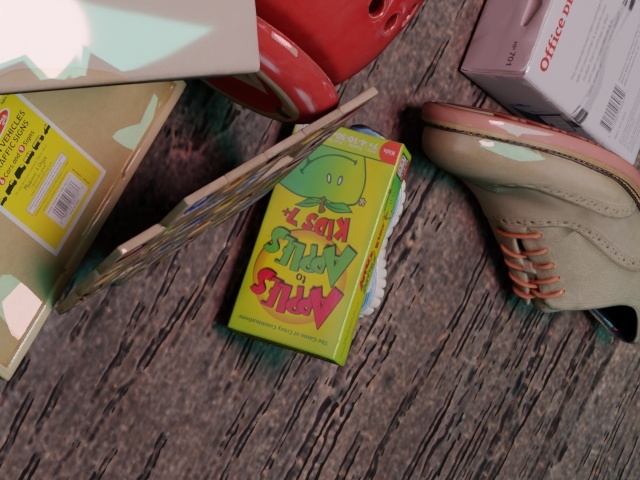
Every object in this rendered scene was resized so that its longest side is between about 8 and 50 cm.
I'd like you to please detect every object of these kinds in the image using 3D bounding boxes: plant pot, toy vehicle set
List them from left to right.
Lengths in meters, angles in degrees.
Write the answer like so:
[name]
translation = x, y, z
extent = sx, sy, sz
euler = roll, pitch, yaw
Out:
[toy vehicle set]
translation = -0.217, -0.054, 1.385
extent = 0.166, 0.035, 0.267
euler = 45, 66, -39
[plant pot]
translation = -0.026, -0.192, 1.449
extent = 0.191, 0.191, 0.174
euler = 41, 77, -41

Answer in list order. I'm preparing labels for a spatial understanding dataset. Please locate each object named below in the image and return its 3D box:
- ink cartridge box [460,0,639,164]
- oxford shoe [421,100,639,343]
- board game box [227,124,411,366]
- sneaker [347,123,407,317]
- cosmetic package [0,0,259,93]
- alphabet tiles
[ink cartridge box]
translation = 0.230, -0.170, 1.776
extent = 0.191, 0.082, 0.139
euler = 33, 74, -42
[oxford shoe]
translation = 0.217, -0.010, 1.757
extent = 0.397, 0.140, 0.146
euler = 27, 86, -42
[board game box]
translation = 0.000, 0.000, 1.566
extent = 0.043, 0.092, 0.181
euler = 48, 60, -74
[sneaker]
translation = 0.022, -0.016, 1.613
extent = 0.073, 0.063, 0.162
euler = 3, 95, -42
[cosmetic package]
translation = -0.211, -0.147, 1.251
extent = 0.309, 0.160, 0.113
euler = -7, 96, -33
[alphabet tiles]
translation = -0.084, -0.022, 1.428
extent = 0.237, 0.198, 0.009
euler = -32, 86, -37
